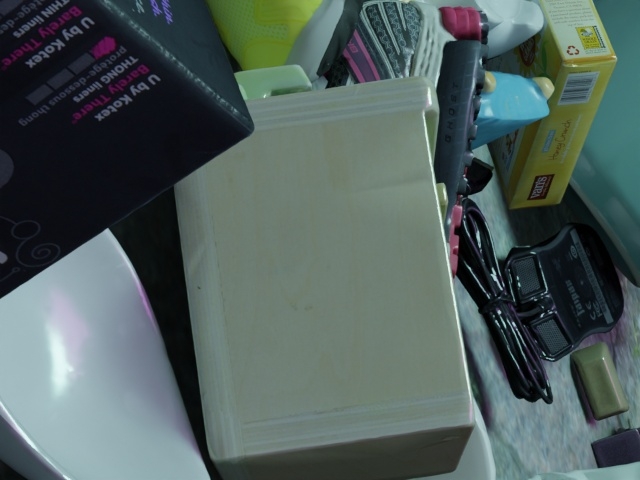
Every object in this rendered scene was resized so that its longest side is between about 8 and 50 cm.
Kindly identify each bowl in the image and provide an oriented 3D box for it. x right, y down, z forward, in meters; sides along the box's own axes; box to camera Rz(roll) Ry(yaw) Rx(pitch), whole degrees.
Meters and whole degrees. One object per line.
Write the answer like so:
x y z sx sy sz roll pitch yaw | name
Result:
0.287 -0.076 1.409 0.311 0.163 0.311 54 4 -6 | bowl

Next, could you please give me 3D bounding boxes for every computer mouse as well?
0.155 0.017 1.288 0.184 0.060 0.262 64 29 -4 | computer mouse

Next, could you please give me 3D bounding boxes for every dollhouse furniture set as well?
0.276 0.137 1.442 0.081 0.091 0.114 -35 104 -80 | dollhouse furniture set

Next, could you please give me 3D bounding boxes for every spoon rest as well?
-0.089 0.105 0.692 0.137 0.084 0.276 -21 95 -65 | spoon rest

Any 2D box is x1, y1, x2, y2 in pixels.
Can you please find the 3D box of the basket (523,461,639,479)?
0.253 0.285 1.018 0.328 0.331 0.266 -14 93 -65 | basket

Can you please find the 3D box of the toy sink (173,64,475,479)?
0.000 0.000 0.819 0.153 0.131 0.234 87 -5 -73 | toy sink

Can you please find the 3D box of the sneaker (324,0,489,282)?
0.028 0.001 0.972 0.121 0.112 0.299 87 11 -74 | sneaker

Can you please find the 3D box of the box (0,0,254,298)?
-0.167 -0.117 0.548 0.270 0.143 0.165 40 22 -49 | box

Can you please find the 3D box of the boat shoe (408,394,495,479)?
0.070 0.099 1.053 0.063 0.066 0.184 -1 64 -66 | boat shoe

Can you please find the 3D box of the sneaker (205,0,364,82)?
-0.087 -0.262 0.899 0.147 0.145 0.384 -24 102 -32 | sneaker

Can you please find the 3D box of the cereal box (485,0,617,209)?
0.145 -0.169 1.222 0.173 0.047 0.240 101 -21 -55 | cereal box

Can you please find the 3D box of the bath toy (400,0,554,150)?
0.052 -0.225 1.132 0.151 0.129 0.348 9 65 -42 | bath toy
